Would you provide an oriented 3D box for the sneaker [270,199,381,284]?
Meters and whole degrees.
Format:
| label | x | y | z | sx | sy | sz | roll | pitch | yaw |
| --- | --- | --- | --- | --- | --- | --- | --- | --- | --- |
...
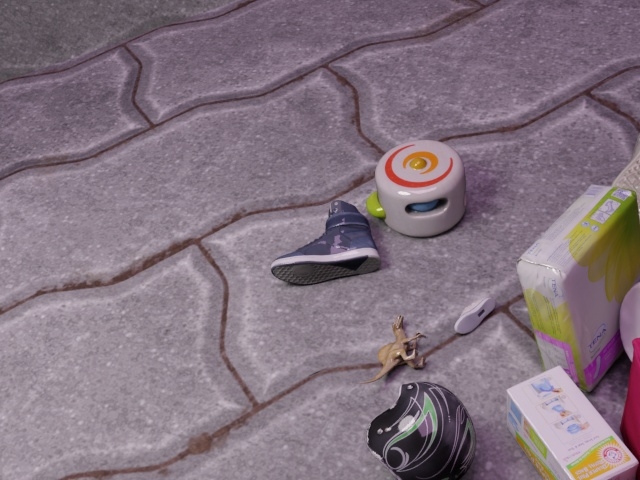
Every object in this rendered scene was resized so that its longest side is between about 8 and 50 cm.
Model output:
| label | x | y | z | sx | sy | sz | roll | pitch | yaw |
| --- | --- | --- | --- | --- | --- | --- | --- | --- | --- |
| sneaker | 0.001 | 0.001 | 1.711 | 0.226 | 0.086 | 0.163 | -7 | 54 | -6 |

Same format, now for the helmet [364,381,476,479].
| label | x | y | z | sx | sy | sz | roll | pitch | yaw |
| --- | --- | --- | --- | --- | --- | --- | --- | --- | --- |
| helmet | 0.169 | 0.314 | 1.312 | 0.161 | 0.169 | 0.169 | -44 | 50 | -7 |

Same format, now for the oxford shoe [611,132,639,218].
| label | x | y | z | sx | sy | sz | roll | pitch | yaw |
| --- | --- | --- | --- | --- | --- | --- | --- | --- | --- |
| oxford shoe | 0.690 | -0.125 | 1.654 | 0.169 | 0.130 | 0.449 | 17 | 67 | 22 |

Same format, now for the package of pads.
| label | x | y | z | sx | sy | sz | roll | pitch | yaw |
| --- | --- | --- | --- | --- | --- | --- | --- | --- | --- |
| package of pads | 0.447 | 0.085 | 1.371 | 0.229 | 0.296 | 0.101 | -41 | 38 | -25 |

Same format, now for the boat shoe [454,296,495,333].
| label | x | y | z | sx | sy | sz | roll | pitch | yaw |
| --- | --- | --- | --- | --- | --- | --- | --- | --- | --- |
| boat shoe | 0.287 | 0.140 | 1.551 | 0.100 | 0.035 | 0.035 | -40 | 22 | -19 |

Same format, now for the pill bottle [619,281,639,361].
| label | x | y | z | sx | sy | sz | roll | pitch | yaw |
| --- | --- | --- | --- | --- | --- | --- | --- | --- | --- |
| pill bottle | 0.661 | 0.129 | 1.332 | 0.302 | 0.169 | 0.169 | -7 | 41 | -18 |

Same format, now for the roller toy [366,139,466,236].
| label | x | y | z | sx | sy | sz | roll | pitch | yaw |
| --- | --- | --- | --- | --- | --- | --- | --- | --- | --- |
| roller toy | 0.216 | -0.119 | 1.743 | 0.191 | 0.146 | 0.209 | 26 | 56 | 33 |

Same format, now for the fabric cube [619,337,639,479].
| label | x | y | z | sx | sy | sz | roll | pitch | yaw |
| --- | --- | --- | --- | --- | --- | --- | --- | --- | --- |
| fabric cube | 0.589 | 0.299 | 1.151 | 0.259 | 0.254 | 0.258 | -8 | 45 | 7 |

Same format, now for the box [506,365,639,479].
| label | x | y | z | sx | sy | sz | roll | pitch | yaw |
| --- | --- | --- | --- | --- | --- | --- | --- | --- | --- |
| box | 0.389 | 0.319 | 1.281 | 0.103 | 0.114 | 0.203 | -22 | 43 | -10 |

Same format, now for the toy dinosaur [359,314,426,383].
| label | x | y | z | sx | sy | sz | roll | pitch | yaw |
| --- | --- | --- | --- | --- | --- | --- | --- | --- | --- |
| toy dinosaur | 0.143 | 0.215 | 1.508 | 0.093 | 0.053 | 0.183 | -4 | 35 | 32 |
